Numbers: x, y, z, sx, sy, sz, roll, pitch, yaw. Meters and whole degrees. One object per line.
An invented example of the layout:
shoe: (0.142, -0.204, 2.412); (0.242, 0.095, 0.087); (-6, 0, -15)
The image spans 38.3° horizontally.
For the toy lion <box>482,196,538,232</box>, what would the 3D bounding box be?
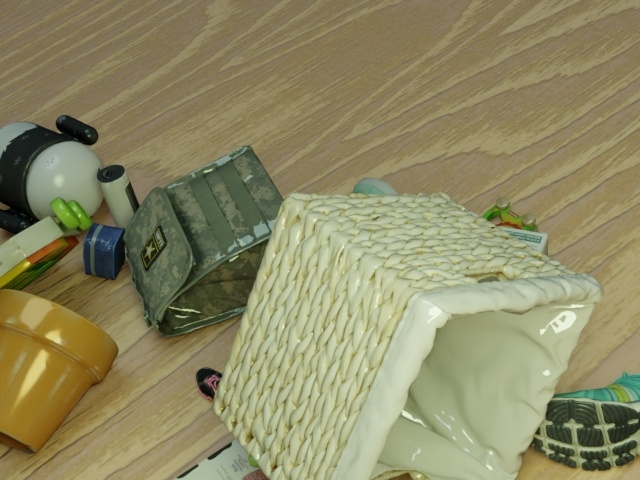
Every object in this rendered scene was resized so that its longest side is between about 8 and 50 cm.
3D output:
toy lion: (0.304, -0.017, 1.530); (0.096, 0.034, 0.100); (-36, 45, -13)

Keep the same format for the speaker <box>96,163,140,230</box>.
speaker: (-0.362, -0.071, 1.679); (0.055, 0.136, 0.055); (-7, 41, 6)

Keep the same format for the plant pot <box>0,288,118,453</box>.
plant pot: (-0.433, 0.203, 1.366); (0.205, 0.205, 0.188); (10, 62, 24)

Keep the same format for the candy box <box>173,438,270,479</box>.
candy box: (-0.051, 0.319, 1.213); (0.233, 0.071, 0.159); (-29, 44, -19)

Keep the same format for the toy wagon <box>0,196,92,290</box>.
toy wagon: (-0.503, 0.035, 1.544); (0.267, 0.068, 0.344); (-37, 3, -3)

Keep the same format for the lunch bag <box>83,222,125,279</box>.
lunch bag: (-0.382, 0.020, 1.617); (0.065, 0.098, 0.067); (12, 40, 2)

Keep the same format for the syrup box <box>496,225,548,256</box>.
syrup box: (0.265, 0.092, 1.366); (0.093, 0.096, 0.237); (10, 45, 24)

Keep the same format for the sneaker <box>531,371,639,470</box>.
sneaker: (0.394, 0.227, 1.202); (0.275, 0.107, 0.110); (-4, 22, 4)

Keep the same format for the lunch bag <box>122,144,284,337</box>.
lunch bag: (-0.186, 0.008, 1.528); (0.287, 0.169, 0.235); (-27, 45, -5)

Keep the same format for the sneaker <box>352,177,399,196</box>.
sneaker: (0.079, -0.007, 1.527); (0.151, 0.094, 0.256); (-27, 42, -11)

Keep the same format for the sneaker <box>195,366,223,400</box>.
sneaker: (-0.150, 0.218, 1.363); (0.047, 0.057, 0.119); (-34, 44, -19)

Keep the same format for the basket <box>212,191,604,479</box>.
basket: (0.095, 0.138, 1.097); (0.328, 0.331, 0.266); (-3, 30, -44)

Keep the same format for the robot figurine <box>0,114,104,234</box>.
robot figurine: (-0.533, -0.127, 1.765); (0.278, 0.209, 0.173); (22, 23, 34)
